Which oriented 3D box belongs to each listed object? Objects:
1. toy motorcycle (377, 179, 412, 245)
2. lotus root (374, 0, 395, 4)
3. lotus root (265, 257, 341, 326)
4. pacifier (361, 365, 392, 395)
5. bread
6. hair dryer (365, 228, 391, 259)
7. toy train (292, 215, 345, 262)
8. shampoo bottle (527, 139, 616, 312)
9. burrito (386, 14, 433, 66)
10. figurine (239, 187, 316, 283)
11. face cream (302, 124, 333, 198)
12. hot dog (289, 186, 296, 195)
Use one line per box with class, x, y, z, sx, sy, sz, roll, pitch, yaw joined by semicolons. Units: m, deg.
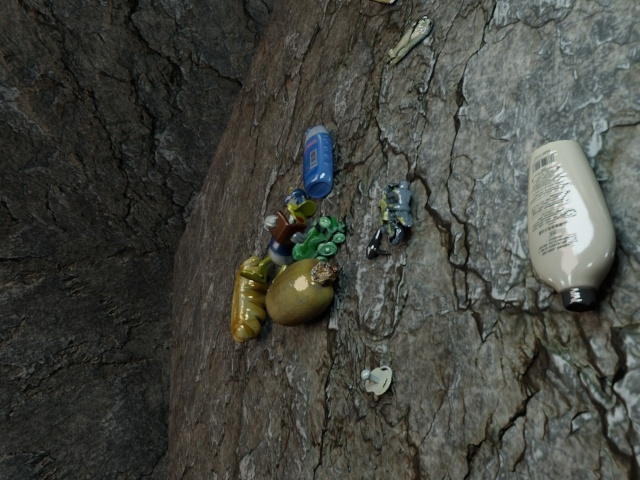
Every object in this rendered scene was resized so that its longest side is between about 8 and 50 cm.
toy motorcycle;0.178;-0.080;1.154;0.193;0.061;0.124;-97;25;-53
lotus root;0.165;-0.824;1.453;0.180;0.188;0.199;-89;24;-57
lotus root;-0.052;0.143;1.397;0.342;0.151;0.170;-42;41;53
pacifier;0.119;0.299;1.071;0.083;0.064;0.068;-8;52;62
bread;-0.259;0.224;1.809;0.173;0.121;0.312;142;136;-57
hair dryer;0.152;0.015;1.210;0.083;0.031;0.079;17;83;51
toy train;0.000;0.000;1.426;0.178;0.104;0.071;-53;29;37
shampoo bottle;0.364;-0.021;0.722;0.127;0.078;0.257;-28;50;51
burrito;0.235;-0.532;1.306;0.171;0.042;0.051;-38;41;56
figurine;-0.123;-0.039;1.609;0.284;0.204;0.339;100;-173;-65
face cream;-0.011;-0.270;1.612;0.149;0.083;0.264;-43;40;47
hot dog;-0.095;-0.152;1.781;0.030;0.034;0.090;30;123;53
